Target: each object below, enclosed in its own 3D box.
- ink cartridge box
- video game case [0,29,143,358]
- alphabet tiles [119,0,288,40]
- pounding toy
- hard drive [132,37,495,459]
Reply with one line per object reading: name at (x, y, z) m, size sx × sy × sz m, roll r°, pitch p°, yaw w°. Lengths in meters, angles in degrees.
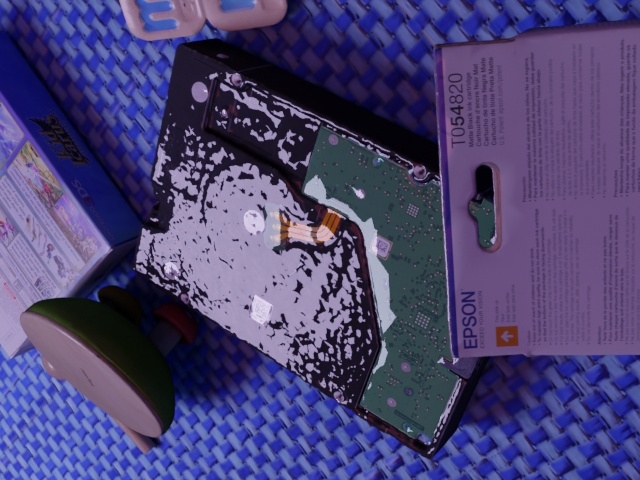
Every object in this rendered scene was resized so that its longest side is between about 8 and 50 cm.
ink cartridge box at (0.192, -0.031, 0.578) m, size 0.223 × 0.045 × 0.224 m, roll -2°, pitch 107°, yaw 11°
video game case at (-0.338, -0.044, 0.950) m, size 0.244 × 0.061 × 0.270 m, roll -40°, pitch 83°, yaw 37°
alphabet tiles at (-0.116, -0.291, 0.660) m, size 0.277 × 0.021 × 0.284 m, roll -5°, pitch 128°, yaw 10°
pounding toy at (-0.203, 0.110, 0.909) m, size 0.183 × 0.110 × 0.237 m, roll 38°, pitch 153°, yaw 3°
hard drive at (0.000, 0.000, 0.745) m, size 0.338 × 0.064 × 0.237 m, roll 29°, pitch 120°, yaw 22°
